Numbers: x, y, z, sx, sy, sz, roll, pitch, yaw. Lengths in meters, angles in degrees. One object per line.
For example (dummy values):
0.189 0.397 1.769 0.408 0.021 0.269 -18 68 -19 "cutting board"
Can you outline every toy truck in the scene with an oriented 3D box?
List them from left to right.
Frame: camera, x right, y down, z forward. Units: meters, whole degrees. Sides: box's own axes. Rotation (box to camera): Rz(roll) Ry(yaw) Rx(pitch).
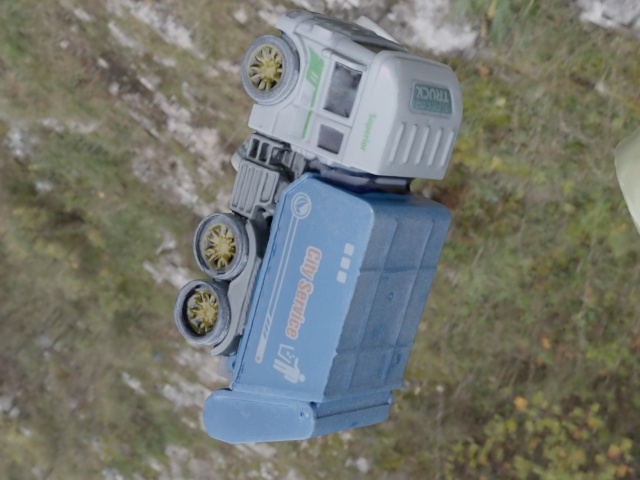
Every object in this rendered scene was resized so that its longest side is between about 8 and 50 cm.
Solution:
0.000 0.000 0.968 0.175 0.146 0.367 23 105 34 "toy truck"

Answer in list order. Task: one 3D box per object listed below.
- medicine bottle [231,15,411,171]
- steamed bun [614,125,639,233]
0.016 -0.139 1.344 0.139 0.237 0.139 40 -174 -5 "medicine bottle"
0.609 -0.049 1.473 0.371 0.290 0.456 -37 143 28 "steamed bun"
